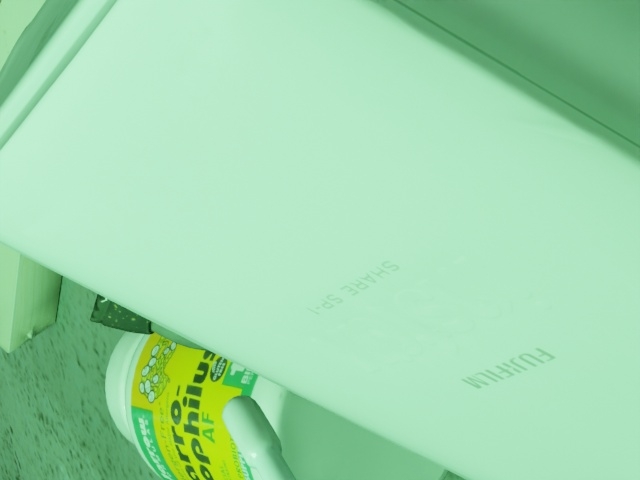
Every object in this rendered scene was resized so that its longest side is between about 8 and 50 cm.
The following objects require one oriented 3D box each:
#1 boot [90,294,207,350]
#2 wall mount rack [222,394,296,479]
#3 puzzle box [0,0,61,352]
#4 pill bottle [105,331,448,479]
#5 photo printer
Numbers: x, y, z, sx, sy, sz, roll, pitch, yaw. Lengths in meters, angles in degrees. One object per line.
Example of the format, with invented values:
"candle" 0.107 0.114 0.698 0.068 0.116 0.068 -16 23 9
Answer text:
"boot" 0.000 0.000 0.753 0.161 0.246 0.083 19 117 0
"wall mount rack" 0.063 0.229 0.681 0.304 0.130 0.350 19 129 18
"puzzle box" -0.273 -0.137 1.118 0.272 0.052 0.409 39 140 19
"pill bottle" -0.031 0.085 0.849 0.208 0.117 0.118 5 111 58
"photo printer" 0.060 -0.011 0.512 0.307 0.107 0.256 29 152 -17
